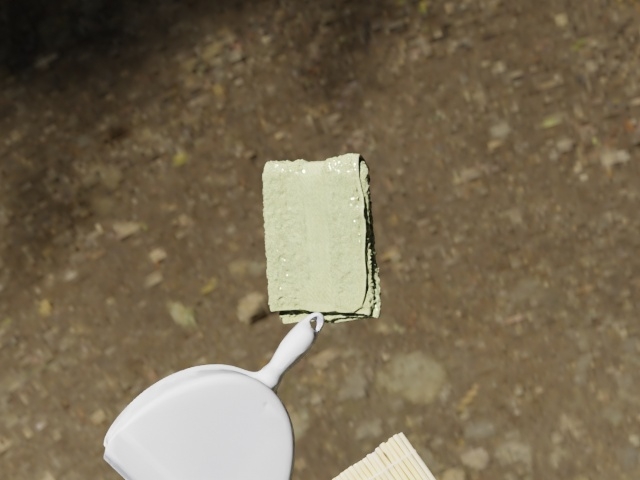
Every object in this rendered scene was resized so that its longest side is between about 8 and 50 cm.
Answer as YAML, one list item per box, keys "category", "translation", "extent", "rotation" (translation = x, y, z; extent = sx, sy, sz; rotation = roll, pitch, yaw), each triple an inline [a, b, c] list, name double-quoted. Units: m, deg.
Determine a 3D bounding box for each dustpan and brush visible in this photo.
- category: "dustpan and brush"
  translation: [-0.055, 0.130, 1.143]
  extent: [0.211, 0.147, 0.060]
  rotation: [-48, 12, -21]

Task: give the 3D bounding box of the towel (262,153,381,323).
- category: "towel"
  translation: [0.000, 0.000, 1.322]
  extent: [0.110, 0.148, 0.027]
  rotation: [-3, 6, 27]

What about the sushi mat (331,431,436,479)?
- category: "sushi mat"
  translation: [0.115, 0.371, 1.584]
  extent: [0.151, 0.019, 0.316]
  rotation: [-37, 76, 5]
